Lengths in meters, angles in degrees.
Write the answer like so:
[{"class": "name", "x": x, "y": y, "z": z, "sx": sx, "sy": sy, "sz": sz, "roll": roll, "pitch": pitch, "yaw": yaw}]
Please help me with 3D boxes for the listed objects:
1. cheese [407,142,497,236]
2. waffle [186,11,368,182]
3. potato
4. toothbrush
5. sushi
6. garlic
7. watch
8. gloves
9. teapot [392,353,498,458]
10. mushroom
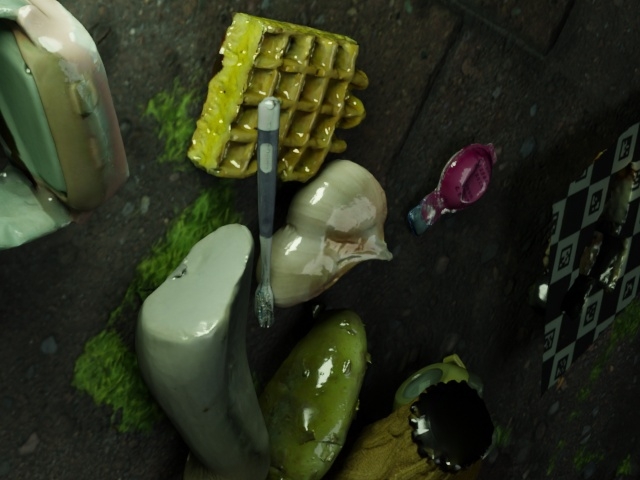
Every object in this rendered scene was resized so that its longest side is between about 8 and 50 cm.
[{"class": "cheese", "x": 0.161, "y": -0.062, "z": 1.894, "sx": 0.145, "sy": 0.038, "sz": 0.095, "roll": -42, "pitch": 139, "yaw": -15}, {"class": "waffle", "x": -0.029, "y": -0.137, "z": 1.595, "sx": 0.211, "sy": 0.055, "sz": 0.160, "roll": 4, "pitch": 110, "yaw": -53}, {"class": "potato", "x": -0.011, "y": 0.181, "z": 1.786, "sx": 0.090, "sy": 0.117, "sz": 0.226, "roll": 31, "pitch": 81, "yaw": -62}, {"class": "toothbrush", "x": -0.055, "y": -0.023, "z": 1.582, "sx": 0.024, "sy": 0.026, "sz": 0.288, "roll": 0, "pitch": 130, "yaw": -4}, {"class": "sushi", "x": 0.360, "y": -0.001, "z": 2.169, "sx": 0.320, "sy": 0.068, "sz": 0.339, "roll": -40, "pitch": 140, "yaw": -39}, {"class": "garlic", "x": 0.001, "y": -0.001, "z": 1.691, "sx": 0.174, "sy": 0.099, "sz": 0.124, "roll": -55, "pitch": 138, "yaw": -5}, {"class": "watch", "x": -0.297, "y": -0.089, "z": 1.226, "sx": 0.241, "sy": 0.161, "sz": 0.253, "roll": -32, "pitch": 135, "yaw": -24}, {"class": "gloves", "x": 0.081, "y": 0.298, "z": 1.895, "sx": 0.203, "sy": 0.155, "sz": 0.356, "roll": -35, "pitch": 159, "yaw": -48}, {"class": "teapot", "x": 0.164, "y": 0.217, "z": 2.018, "sx": 0.119, "sy": 0.130, "sz": 0.166, "roll": 57, "pitch": 32, "yaw": -19}, {"class": "mushroom", "x": -0.106, "y": 0.151, "z": 1.642, "sx": 0.159, "sy": 0.122, "sz": 0.329, "roll": -30, "pitch": 135, "yaw": -24}]
